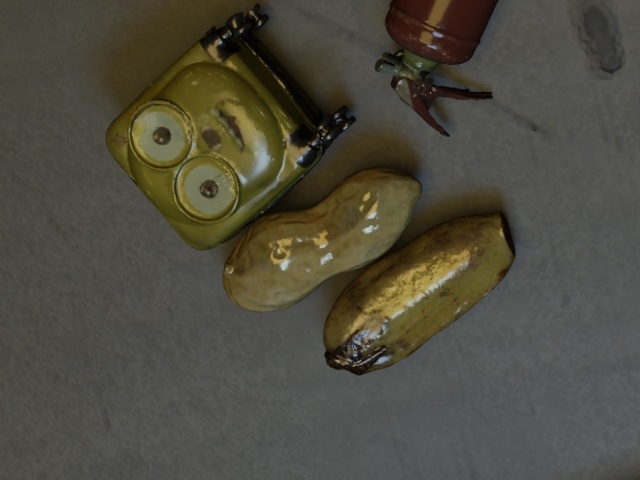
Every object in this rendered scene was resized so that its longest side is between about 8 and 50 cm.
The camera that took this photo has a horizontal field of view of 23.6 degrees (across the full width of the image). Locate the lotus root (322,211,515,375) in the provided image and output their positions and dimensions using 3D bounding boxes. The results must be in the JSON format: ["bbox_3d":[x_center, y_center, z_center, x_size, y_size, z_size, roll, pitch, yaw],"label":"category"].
[{"bbox_3d":[0.109,0.059,1.712,0.258,0.097,0.110,-35,125,9],"label":"lotus root"}]

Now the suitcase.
[{"bbox_3d":[-0.109,-0.117,1.694,0.235,0.143,0.194,-40,92,20],"label":"suitcase"}]

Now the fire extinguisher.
[{"bbox_3d":[0.161,-0.271,1.616,0.147,0.106,0.337,17,111,-17],"label":"fire extinguisher"}]

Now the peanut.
[{"bbox_3d":[0.000,0.000,1.714,0.263,0.117,0.101,-26,80,17],"label":"peanut"}]
